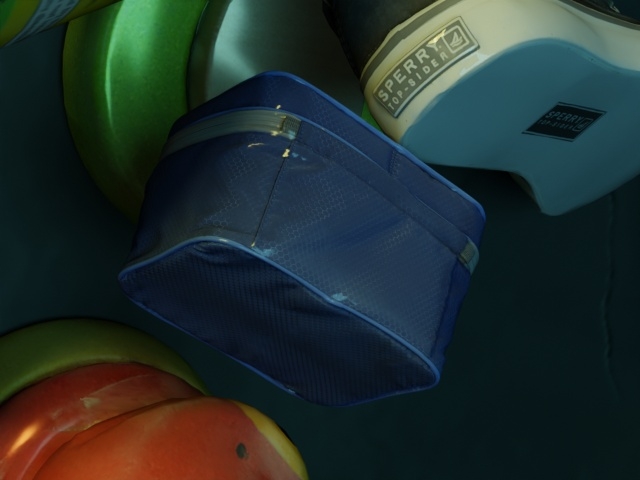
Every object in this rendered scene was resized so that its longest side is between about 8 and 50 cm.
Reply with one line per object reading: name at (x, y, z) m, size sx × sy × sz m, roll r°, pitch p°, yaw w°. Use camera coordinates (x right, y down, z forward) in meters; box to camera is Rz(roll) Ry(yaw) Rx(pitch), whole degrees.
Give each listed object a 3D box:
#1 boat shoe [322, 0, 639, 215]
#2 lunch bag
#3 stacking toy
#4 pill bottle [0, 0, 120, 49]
boat shoe at (0.065, -0.062, 0.567) m, size 0.080 × 0.076 × 0.228 m, roll -41°, pitch 160°, yaw 23°
lunch bag at (0.000, 0.000, 0.480) m, size 0.098 × 0.067 × 0.065 m, roll 33°, pitch 60°, yaw -28°
stacking toy at (-0.084, -0.018, 0.499) m, size 0.309 × 0.130 × 0.279 m, roll 37°, pitch 84°, yaw -28°
pill bottle at (-0.046, -0.138, 0.438) m, size 0.246 × 0.136 × 0.136 m, roll -30°, pitch 114°, yaw -40°
